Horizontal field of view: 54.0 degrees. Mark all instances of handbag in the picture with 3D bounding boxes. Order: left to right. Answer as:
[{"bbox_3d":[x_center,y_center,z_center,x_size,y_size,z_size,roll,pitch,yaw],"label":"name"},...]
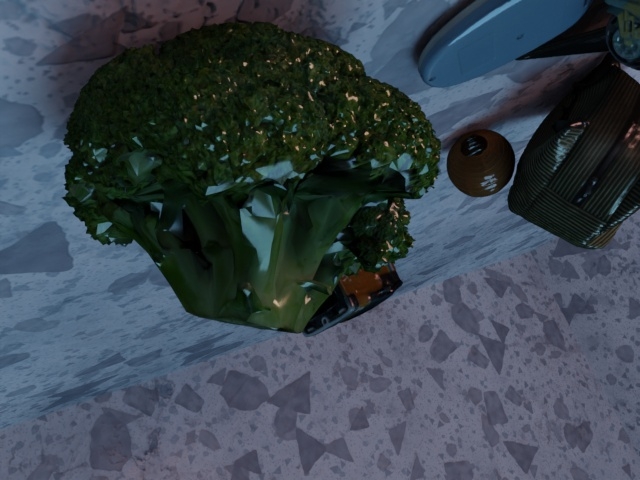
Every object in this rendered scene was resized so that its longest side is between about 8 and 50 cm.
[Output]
[{"bbox_3d":[0.527,-0.173,1.175,0.340,0.247,0.240,-54,166,-28],"label":"handbag"}]

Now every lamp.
[{"bbox_3d":[0.318,-0.152,1.249,0.136,0.136,0.136,-22,166,-6],"label":"lamp"}]

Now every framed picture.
[{"bbox_3d":[0.508,-0.322,0.969,0.339,0.014,0.255,-15,-171,-31],"label":"framed picture"}]

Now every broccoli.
[{"bbox_3d":[-0.069,-0.068,0.648,0.310,0.321,0.413,-54,161,0],"label":"broccoli"}]

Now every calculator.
[{"bbox_3d":[0.268,-0.298,0.836,0.303,0.042,0.188,-27,164,13],"label":"calculator"}]

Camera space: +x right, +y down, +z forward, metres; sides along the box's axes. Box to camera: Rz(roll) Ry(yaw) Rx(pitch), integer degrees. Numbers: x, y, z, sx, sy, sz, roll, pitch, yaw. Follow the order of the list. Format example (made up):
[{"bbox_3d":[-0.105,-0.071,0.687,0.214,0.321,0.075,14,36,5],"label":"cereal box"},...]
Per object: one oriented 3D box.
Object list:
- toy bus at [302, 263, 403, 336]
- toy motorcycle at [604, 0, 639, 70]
[{"bbox_3d":[0.000,0.000,1.016,0.167,0.275,0.138,-11,161,-45],"label":"toy bus"},{"bbox_3d":[0.410,-0.308,0.684,0.109,0.198,0.296,-33,-170,-17],"label":"toy motorcycle"}]
